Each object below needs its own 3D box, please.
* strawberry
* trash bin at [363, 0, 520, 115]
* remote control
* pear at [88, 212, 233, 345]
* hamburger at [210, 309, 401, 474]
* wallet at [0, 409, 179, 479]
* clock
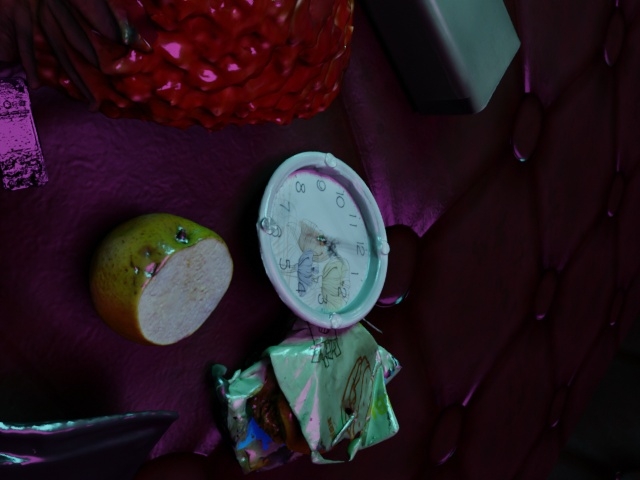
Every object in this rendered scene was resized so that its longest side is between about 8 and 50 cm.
[{"bbox_3d":[-0.094,-0.236,0.418,0.343,0.292,0.292,-32,124,-55],"label":"strawberry"},{"bbox_3d":[0.175,-0.327,0.734,0.164,0.122,0.240,-56,131,-17],"label":"trash bin"},{"bbox_3d":[-0.268,-0.092,0.442,0.039,0.014,0.096,-20,116,-39],"label":"remote control"},{"bbox_3d":[-0.169,0.032,0.515,0.141,0.104,0.141,-43,152,-30],"label":"pear"},{"bbox_3d":[0.002,0.216,0.698,0.276,0.150,0.260,-45,127,-25],"label":"hamburger"},{"bbox_3d":[-0.300,0.220,0.415,0.323,0.041,0.247,6,128,-47],"label":"wallet"},{"bbox_3d":[0.000,0.000,0.677,0.236,0.053,0.236,14,70,-44],"label":"clock"}]
